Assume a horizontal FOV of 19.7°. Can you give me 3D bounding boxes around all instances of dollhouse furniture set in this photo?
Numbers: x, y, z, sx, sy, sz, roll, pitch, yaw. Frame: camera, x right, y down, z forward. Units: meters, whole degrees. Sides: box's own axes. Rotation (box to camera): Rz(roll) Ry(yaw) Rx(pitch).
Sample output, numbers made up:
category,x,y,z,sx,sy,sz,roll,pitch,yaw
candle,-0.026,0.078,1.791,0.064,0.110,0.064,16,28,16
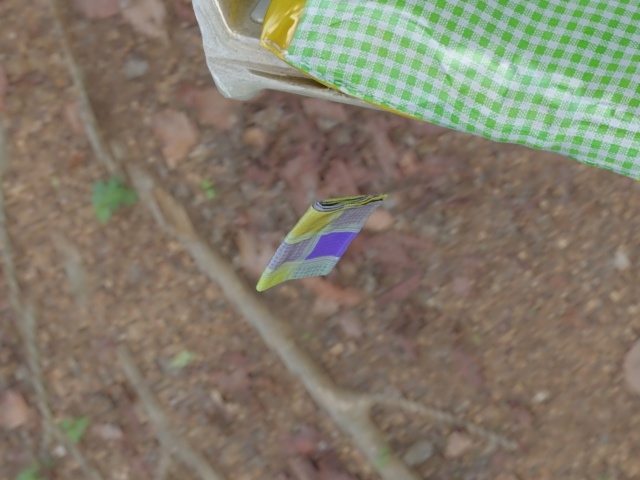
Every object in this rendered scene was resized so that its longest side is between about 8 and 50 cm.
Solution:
category,x,y,z,sx,sy,sz,roll,pitch,yaw
dollhouse furniture set,0.091,-0.170,0.661,0.198,0.301,0.151,12,129,14

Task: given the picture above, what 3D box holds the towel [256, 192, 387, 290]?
category,x,y,z,sx,sy,sz,roll,pitch,yaw
towel,0.000,0.000,1.098,0.009,0.060,0.083,57,132,22
